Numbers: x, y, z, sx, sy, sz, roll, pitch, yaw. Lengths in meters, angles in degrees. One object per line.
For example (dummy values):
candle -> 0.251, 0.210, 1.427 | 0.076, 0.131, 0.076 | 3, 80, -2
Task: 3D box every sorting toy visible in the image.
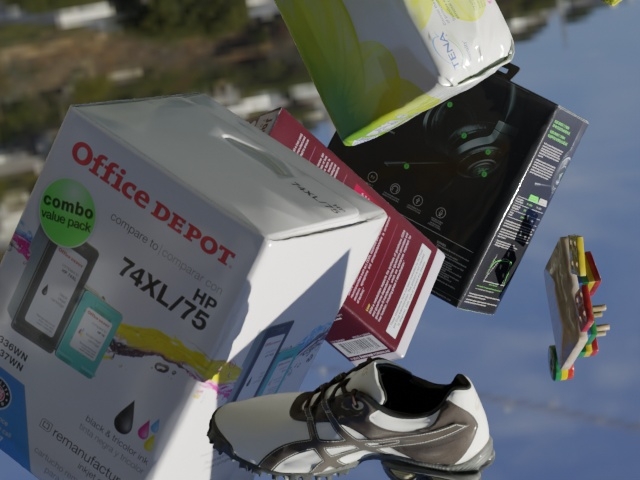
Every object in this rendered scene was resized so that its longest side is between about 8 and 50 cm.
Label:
sorting toy -> 0.314, 0.073, 2.274 | 0.046, 0.132, 0.274 | -6, 160, -5

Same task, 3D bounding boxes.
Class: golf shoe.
golf shoe -> 0.019, 0.113, 1.255 | 0.198, 0.094, 0.077 | 4, -148, 14

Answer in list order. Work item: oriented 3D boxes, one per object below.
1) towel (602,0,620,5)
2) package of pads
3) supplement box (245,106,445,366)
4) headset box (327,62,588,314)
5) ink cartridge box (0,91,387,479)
towel -> 0.242, -0.332, 2.100 | 0.237, 0.021, 0.102 | 32, -146, 14
package of pads -> 0.042, -0.259, 1.769 | 0.101, 0.297, 0.229 | -28, -178, -28
supplement box -> 0.000, 0.000, 1.789 | 0.073, 0.239, 0.130 | -16, -139, 47
headset box -> 0.147, -0.093, 2.230 | 0.246, 0.283, 0.131 | 28, -174, 24
ink cartridge box -> -0.119, 0.050, 1.445 | 0.198, 0.270, 0.197 | 33, -160, 20
